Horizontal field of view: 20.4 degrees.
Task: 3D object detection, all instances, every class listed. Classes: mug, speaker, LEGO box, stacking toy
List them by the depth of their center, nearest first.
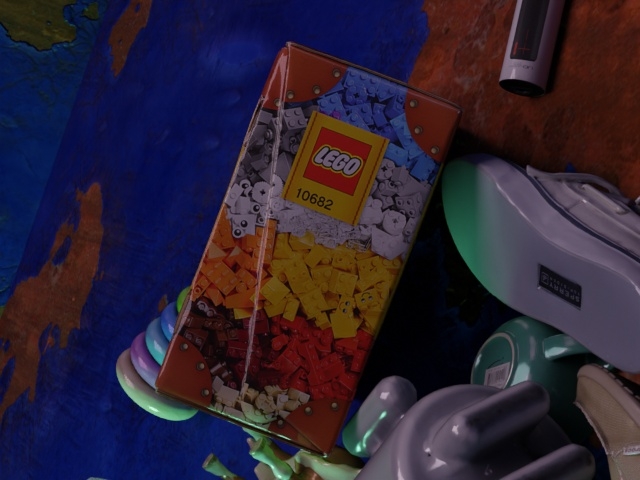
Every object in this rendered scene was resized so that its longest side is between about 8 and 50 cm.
[{"bbox_3d":[0.215,0.129,1.754,0.158,0.097,0.129,-62,25,18],"label":"mug"},{"bbox_3d":[0.000,0.000,1.958,0.500,0.193,0.372,-40,-29,-86],"label":"LEGO box"},{"bbox_3d":[0.243,-0.234,2.023,0.055,0.055,0.136,-11,62,63],"label":"speaker"},{"bbox_3d":[-0.158,0.097,2.541,0.330,0.141,0.141,-55,28,23],"label":"stacking toy"}]

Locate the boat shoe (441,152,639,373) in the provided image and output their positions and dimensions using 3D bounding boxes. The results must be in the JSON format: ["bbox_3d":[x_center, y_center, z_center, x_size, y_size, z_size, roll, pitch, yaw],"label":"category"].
[{"bbox_3d":[0.266,0.001,1.698,0.367,0.156,0.136,35,133,54],"label":"boat shoe"}]

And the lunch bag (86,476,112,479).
[{"bbox_3d":[-0.202,0.430,2.200,0.160,0.262,0.223,-32,39,53],"label":"lunch bag"}]

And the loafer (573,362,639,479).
[{"bbox_3d":[0.288,0.191,1.547,0.092,0.102,0.268,-60,26,9],"label":"loafer"}]

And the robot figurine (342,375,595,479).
[{"bbox_3d":[0.123,0.272,1.684,0.300,0.199,0.353,59,144,21],"label":"robot figurine"}]

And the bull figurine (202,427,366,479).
[{"bbox_3d":[-0.008,0.274,2.036,0.101,0.188,0.310,-55,11,-27],"label":"bull figurine"}]
